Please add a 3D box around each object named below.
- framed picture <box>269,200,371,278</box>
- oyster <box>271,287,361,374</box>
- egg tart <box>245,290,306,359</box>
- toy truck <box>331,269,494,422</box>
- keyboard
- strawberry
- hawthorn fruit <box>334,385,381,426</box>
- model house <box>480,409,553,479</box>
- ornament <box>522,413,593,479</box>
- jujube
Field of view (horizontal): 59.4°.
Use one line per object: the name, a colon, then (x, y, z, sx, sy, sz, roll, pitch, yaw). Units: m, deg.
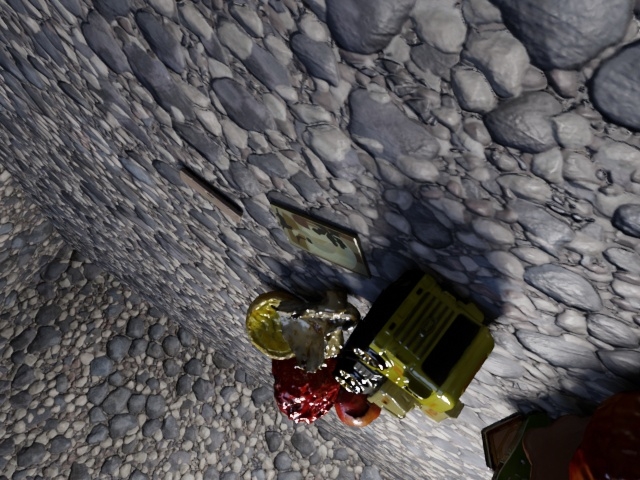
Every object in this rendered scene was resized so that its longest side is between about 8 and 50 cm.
framed picture: (0.000, 0.000, 1.073, 0.201, 0.010, 0.135, 24, 153, 31)
oyster: (-0.019, 0.191, 1.316, 0.197, 0.133, 0.337, 47, 152, 7)
egg tart: (-0.108, 0.221, 1.505, 0.191, 0.191, 0.074, 35, -165, 5)
toy truck: (0.169, 0.224, 1.040, 0.254, 0.180, 0.405, 35, 158, 10)
keyboard: (-0.237, -0.100, 1.222, 0.166, 0.017, 0.055, 38, 162, -2)
strawberry: (-0.027, 0.383, 1.597, 0.221, 0.274, 0.274, -12, 140, 11)
hawthorn fruit: (0.104, 0.474, 1.687, 0.148, 0.148, 0.171, 2, 120, 54)
model house: (0.422, 0.487, 1.148, 0.294, 0.207, 0.154, 45, 160, -18)
ornament: (0.467, 0.421, 0.949, 0.235, 0.221, 0.217, 35, 165, 40)
jujube: (0.471, 0.312, 0.746, 0.232, 0.213, 0.212, 26, 155, 35)
